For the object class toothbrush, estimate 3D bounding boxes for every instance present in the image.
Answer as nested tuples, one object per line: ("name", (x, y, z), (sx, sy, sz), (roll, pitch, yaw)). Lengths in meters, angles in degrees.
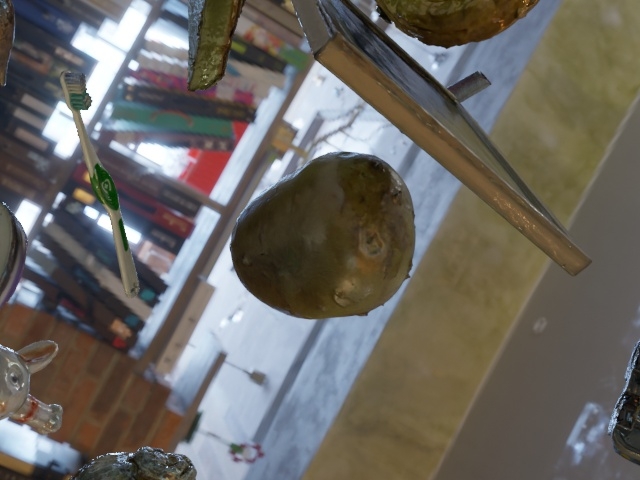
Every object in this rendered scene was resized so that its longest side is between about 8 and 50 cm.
("toothbrush", (-0.252, -0.056, 1.080), (0.030, 0.030, 0.304), (-87, 172, -56))

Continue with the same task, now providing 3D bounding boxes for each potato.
("potato", (0.000, 0.000, 1.215), (0.173, 0.210, 0.307), (-22, -175, -40))

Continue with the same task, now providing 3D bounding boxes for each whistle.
("whistle", (0.192, -0.217, 1.454), (0.176, 0.033, 0.033), (-31, -171, -18))

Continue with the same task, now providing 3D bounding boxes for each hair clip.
("hair clip", (-0.286, 0.012, 0.742), (0.116, 0.049, 0.172), (-29, -124, 26))

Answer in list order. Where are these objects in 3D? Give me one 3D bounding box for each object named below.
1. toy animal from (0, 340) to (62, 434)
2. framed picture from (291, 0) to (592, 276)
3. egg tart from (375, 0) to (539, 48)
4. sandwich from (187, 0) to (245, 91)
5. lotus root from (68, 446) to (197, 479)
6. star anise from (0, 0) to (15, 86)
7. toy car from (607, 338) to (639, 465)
("toy animal", (-0.427, 0.177, 1.147), (0.140, 0.282, 0.138), (-64, -150, 5))
("framed picture", (0.094, -0.160, 0.966), (0.028, 0.326, 0.446), (-46, -156, 15))
("egg tart", (0.202, -0.396, 1.164), (0.345, 0.132, 0.345), (-11, -107, 37))
("sandwich", (-0.160, -0.376, 1.353), (0.245, 0.063, 0.212), (111, -26, -44))
("lotus root", (-0.277, 0.404, 1.113), (0.350, 0.175, 0.175), (-64, -163, -4))
("star anise", (-0.429, -0.334, 1.084), (0.315, 0.108, 0.315), (-12, 90, -88))
("toy car", (0.427, 0.209, 1.177), (0.100, 0.097, 0.191), (94, 22, -56))
